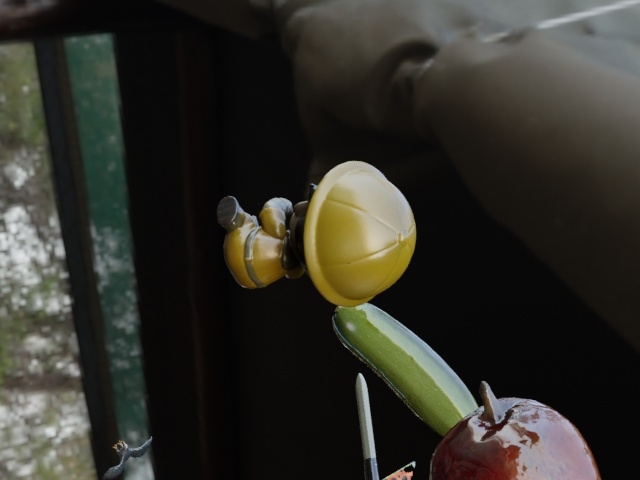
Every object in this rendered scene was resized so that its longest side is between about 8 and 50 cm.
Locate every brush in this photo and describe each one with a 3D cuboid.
[{"bbox_3d":[0.087,0.381,2.193,0.039,0.042,0.299,-34,-124,48],"label":"brush"}]

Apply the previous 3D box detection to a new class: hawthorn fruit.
[{"bbox_3d":[0.225,0.277,1.388,0.215,0.215,0.250,-170,-113,-67],"label":"hawthorn fruit"}]

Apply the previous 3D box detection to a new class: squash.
[{"bbox_3d":[0.154,0.211,1.830,0.341,0.094,0.094,43,-32,11],"label":"squash"}]

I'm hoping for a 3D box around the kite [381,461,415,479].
[{"bbox_3d":[0.018,0.299,1.151,0.008,0.125,0.222,126,-22,-60],"label":"kite"}]

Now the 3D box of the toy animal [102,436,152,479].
[{"bbox_3d":[-0.250,0.269,1.559,0.028,0.084,0.050,26,-33,38],"label":"toy animal"}]

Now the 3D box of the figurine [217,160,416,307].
[{"bbox_3d":[0.000,0.004,1.611,0.192,0.256,0.167,57,25,-43],"label":"figurine"}]
